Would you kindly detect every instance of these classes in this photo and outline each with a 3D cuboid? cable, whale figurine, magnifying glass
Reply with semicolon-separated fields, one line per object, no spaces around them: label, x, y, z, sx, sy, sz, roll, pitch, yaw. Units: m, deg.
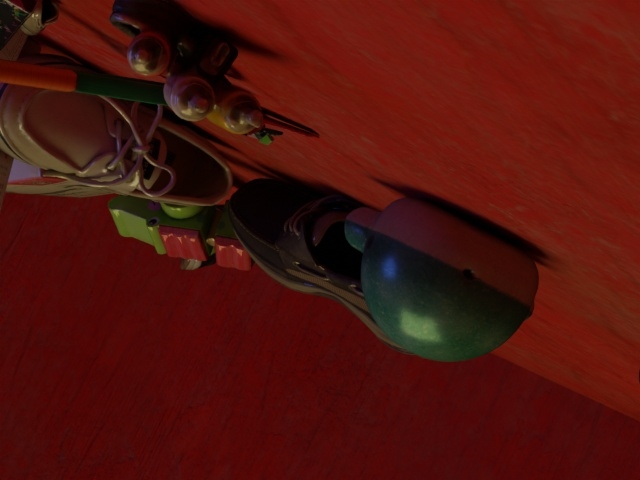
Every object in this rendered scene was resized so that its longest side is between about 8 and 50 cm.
cable;-0.118;-0.133;1.371;0.139;0.072;0.287;32;176;-10
whale figurine;0.111;0.046;1.754;0.216;0.141;0.272;26;177;-10
magnifying glass;-0.222;-0.152;1.658;0.231;0.026;0.092;2;-170;-45

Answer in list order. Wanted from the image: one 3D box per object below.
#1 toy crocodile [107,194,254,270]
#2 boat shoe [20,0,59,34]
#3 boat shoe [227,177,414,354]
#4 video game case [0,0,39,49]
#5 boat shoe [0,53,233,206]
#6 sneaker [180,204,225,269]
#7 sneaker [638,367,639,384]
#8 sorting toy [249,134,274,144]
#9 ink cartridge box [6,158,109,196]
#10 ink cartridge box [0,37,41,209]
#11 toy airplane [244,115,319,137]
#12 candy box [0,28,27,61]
toy crocodile;-0.115;-0.009;2.245;0.340;0.105;0.115;8;144;13
boat shoe;-0.254;-0.206;1.564;0.035;0.035;0.100;1;180;3
boat shoe;0.026;0.000;2.066;0.355;0.132;0.130;28;153;33
video game case;-0.354;-0.223;1.393;0.232;0.042;0.210;31;157;-16
boat shoe;-0.226;-0.106;1.993;0.156;0.136;0.367;23;178;37
sneaker;-0.129;-0.007;2.570;0.153;0.099;0.282;5;-175;-2
sneaker;0.428;0.159;1.783;0.094;0.081;0.208;20;-173;-32
sorting toy;-0.083;-0.118;1.792;0.062;0.012;0.083;29;175;-37
ink cartridge box;-0.341;-0.111;2.277;0.158;0.092;0.218;-5;177;38
ink cartridge box;-0.410;-0.150;1.941;0.093;0.212;0.154;7;168;22
toy airplane;-0.077;-0.119;1.607;0.151;0.028;0.151;24;176;2
candy box;-0.358;-0.234;1.593;0.165;0.070;0.196;26;176;-1
